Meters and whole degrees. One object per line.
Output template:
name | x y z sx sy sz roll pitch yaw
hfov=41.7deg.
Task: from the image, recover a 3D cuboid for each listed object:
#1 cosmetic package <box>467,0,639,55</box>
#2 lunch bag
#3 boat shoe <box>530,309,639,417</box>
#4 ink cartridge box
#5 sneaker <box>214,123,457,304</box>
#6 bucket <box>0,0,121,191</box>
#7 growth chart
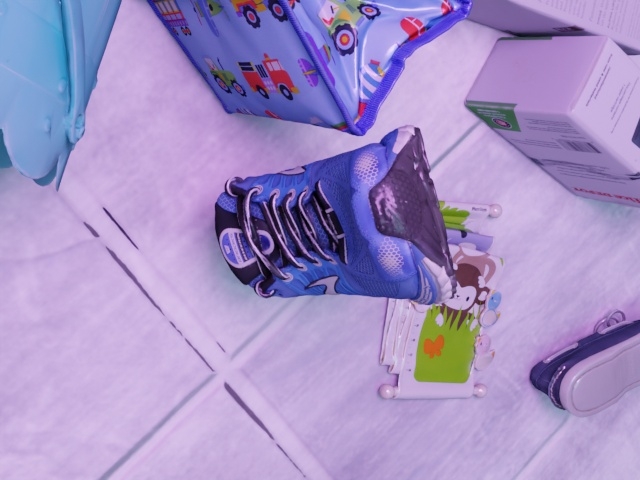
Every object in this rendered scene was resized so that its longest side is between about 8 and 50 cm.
cosmetic package | 0.212 -0.246 0.817 0.231 0.117 0.086 7 97 -30
lunch bag | -0.071 -0.229 0.595 0.138 0.221 0.293 -50 120 -11
boat shoe | 0.371 0.139 1.023 0.254 0.079 0.095 -22 114 -22
ink cartridge box | 0.278 -0.118 0.866 0.208 0.153 0.087 31 84 -33
sneaker | 0.000 0.000 0.642 0.147 0.330 0.130 -13 88 -12
bucket | -0.247 -0.166 0.490 0.281 0.281 0.183 26 85 -32
growth chart | 0.134 0.066 0.903 0.172 0.021 0.237 -4 104 -30
